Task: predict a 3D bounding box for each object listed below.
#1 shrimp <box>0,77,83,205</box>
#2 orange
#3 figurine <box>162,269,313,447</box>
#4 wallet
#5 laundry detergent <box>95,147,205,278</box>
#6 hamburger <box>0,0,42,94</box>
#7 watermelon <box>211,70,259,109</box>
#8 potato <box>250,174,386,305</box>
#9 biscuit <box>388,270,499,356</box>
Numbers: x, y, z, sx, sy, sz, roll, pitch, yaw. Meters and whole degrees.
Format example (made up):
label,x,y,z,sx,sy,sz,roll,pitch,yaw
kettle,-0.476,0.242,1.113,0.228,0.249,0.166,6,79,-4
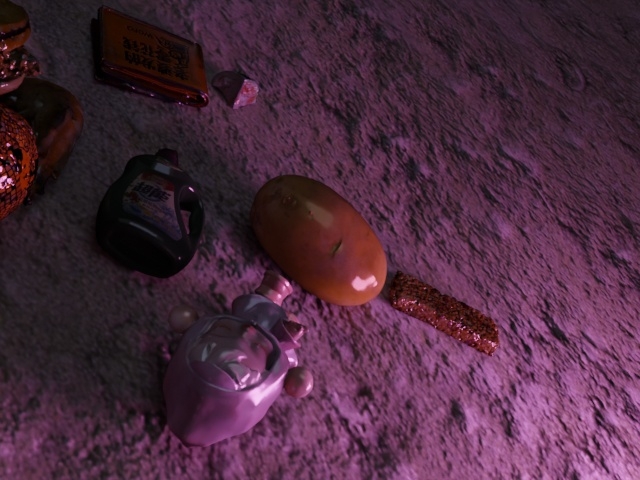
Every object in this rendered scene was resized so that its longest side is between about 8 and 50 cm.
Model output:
label,x,y,z,sx,sy,sz,roll,pitch,yaw
shrimp,-0.406,-0.153,1.406,0.145,0.059,0.254,25,39,-12
orange,-0.447,-0.113,1.201,0.234,0.234,0.182,43,81,7
figurine,-0.100,0.145,1.290,0.200,0.133,0.276,29,32,8
wallet,-0.273,-0.297,1.670,0.195,0.042,0.161,15,43,-27
laundry detergent,-0.224,-0.051,1.435,0.144,0.078,0.222,30,36,-13
hamburger,-0.456,-0.257,1.393,0.184,0.131,0.159,20,31,12
watermelon,-0.147,-0.250,1.733,0.085,0.085,0.061,21,70,-20
potato,0.000,0.000,1.520,0.234,0.146,0.150,38,68,-1
biscuit,0.196,0.115,1.630,0.199,0.034,0.064,28,38,-14
